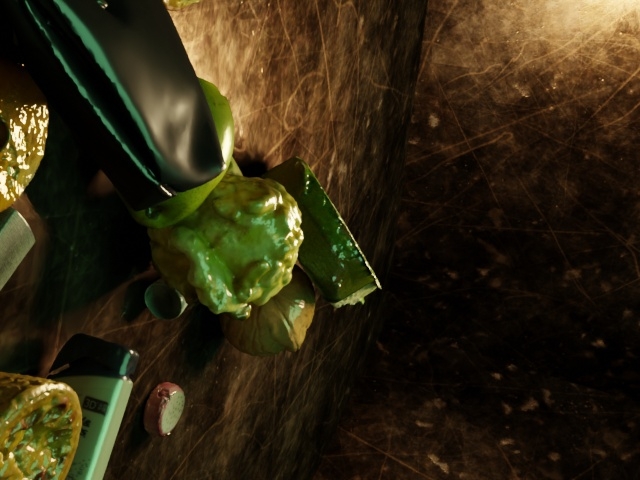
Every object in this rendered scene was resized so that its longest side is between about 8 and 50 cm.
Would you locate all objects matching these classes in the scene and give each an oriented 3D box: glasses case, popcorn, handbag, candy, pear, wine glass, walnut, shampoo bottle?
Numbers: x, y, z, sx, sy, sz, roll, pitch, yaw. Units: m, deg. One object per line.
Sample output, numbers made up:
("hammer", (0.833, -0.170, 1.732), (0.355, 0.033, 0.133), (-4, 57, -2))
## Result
("glasses case", (-0.393, 0.057, 0.824), (0.071, 0.047, 0.205), (85, 25, -55))
("popcorn", (-0.160, -0.013, 1.212), (0.237, 0.293, 0.293), (-55, 168, 11))
("handbag", (-0.236, -0.214, 0.747), (0.342, 0.152, 0.288), (62, 0, 33))
("candy", (-0.297, 0.321, 1.432), (0.103, 0.043, 0.103), (16, 90, -75))
("pear", (-0.213, -0.126, 1.037), (0.187, 0.187, 0.220), (39, 71, -74))
("wine glass", (-0.245, 0.077, 1.338), (0.155, 0.073, 0.073), (-52, 153, -63))
("walnut", (-0.114, 0.146, 1.627), (0.228, 0.228, 0.228), (15, 90, -75))
("shampoo bottle", (-0.359, 0.305, 1.017), (0.078, 0.134, 0.360), (51, 53, -71))

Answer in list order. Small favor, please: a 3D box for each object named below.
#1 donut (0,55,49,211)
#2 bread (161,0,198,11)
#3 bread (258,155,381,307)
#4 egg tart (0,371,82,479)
("donut", (-0.356, -0.108, 0.751), (0.190, 0.074, 0.174), (-54, 154, -62))
("bread", (-0.155, -0.430, 0.959), (0.268, 0.145, 0.269), (-2, 90, -81))
("bread", (0.000, 0.000, 1.633), (0.382, 0.129, 0.366), (57, 2, -28))
("egg tart", (-0.383, 0.235, 0.842), (0.202, 0.147, 0.203), (14, 90, -74))
